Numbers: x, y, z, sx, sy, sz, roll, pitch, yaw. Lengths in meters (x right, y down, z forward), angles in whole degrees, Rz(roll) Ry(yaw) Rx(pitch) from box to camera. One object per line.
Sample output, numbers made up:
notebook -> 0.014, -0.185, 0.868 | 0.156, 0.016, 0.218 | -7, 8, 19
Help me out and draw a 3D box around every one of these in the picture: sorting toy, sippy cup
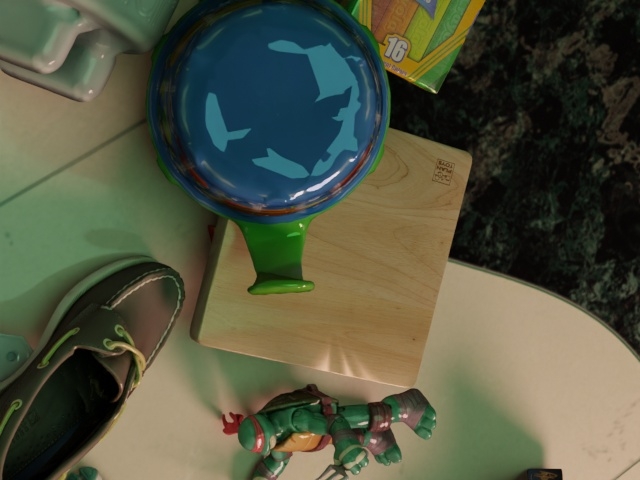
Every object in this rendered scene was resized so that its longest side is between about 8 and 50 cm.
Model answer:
sorting toy -> 0.000, 0.000, 1.581 | 0.257, 0.089, 0.256 | 15, 89, -29
sippy cup -> -0.043, -0.121, 1.364 | 0.240, 0.224, 0.305 | -38, 96, 0

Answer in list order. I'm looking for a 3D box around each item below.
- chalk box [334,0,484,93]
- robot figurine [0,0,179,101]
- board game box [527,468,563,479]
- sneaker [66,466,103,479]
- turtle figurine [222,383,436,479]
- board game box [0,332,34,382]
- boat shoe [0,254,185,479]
chalk box -> 0.091, -0.279, 1.545 | 0.132, 0.132, 0.213 | 22, 99, -25
robot figurine -> -0.194, -0.307, 1.381 | 0.354, 0.199, 0.300 | -66, 159, -6
board game box -> 0.255, 0.396, 1.724 | 0.042, 0.165, 0.243 | -1, 97, 7
sneaker -> -0.240, 0.310, 1.509 | 0.076, 0.065, 0.166 | 34, 82, -31
turtle figurine -> -0.005, 0.206, 1.576 | 0.234, 0.175, 0.118 | -6, 81, -35
board game box -> -0.471, 0.255, 1.360 | 0.389, 0.050, 0.390 | 10, 84, -28
boat shoe -> -0.221, 0.129, 1.428 | 0.324, 0.096, 0.117 | -46, 124, -38
